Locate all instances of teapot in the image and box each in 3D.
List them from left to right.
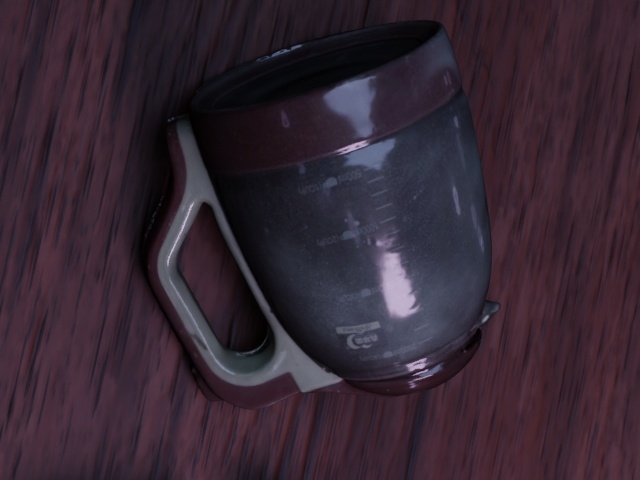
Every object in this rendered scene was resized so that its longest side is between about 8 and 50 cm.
[{"bbox_3d":[0.000,0.000,1.567,0.314,0.233,0.312,-16,104,5],"label":"teapot"}]
